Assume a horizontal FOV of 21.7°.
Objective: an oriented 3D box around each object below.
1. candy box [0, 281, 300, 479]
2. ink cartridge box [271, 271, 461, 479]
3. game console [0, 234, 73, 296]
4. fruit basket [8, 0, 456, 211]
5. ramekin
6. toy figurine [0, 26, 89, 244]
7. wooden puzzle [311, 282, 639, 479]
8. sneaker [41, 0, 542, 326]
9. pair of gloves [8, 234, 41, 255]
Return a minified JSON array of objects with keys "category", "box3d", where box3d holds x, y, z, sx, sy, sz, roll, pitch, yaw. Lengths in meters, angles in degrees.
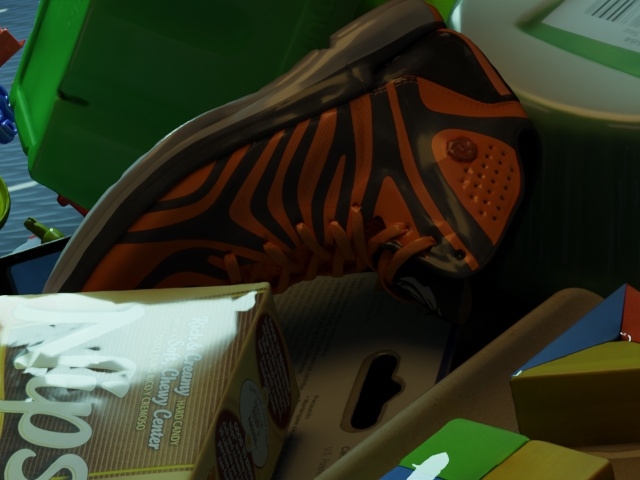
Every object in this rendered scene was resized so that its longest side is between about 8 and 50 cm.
[{"category":"candy box","box3d":[-0.137,0.146,0.819,0.183,0.087,0.316,-3,32,17]},{"category":"ink cartridge box","box3d":[-0.080,0.122,1.019,0.330,0.071,0.324,-2,26,15]},{"category":"game console","box3d":[-0.138,0.046,1.039,0.122,0.071,0.107,-18,25,-14]},{"category":"fruit basket","box3d":[-0.011,-0.164,1.234,0.392,0.392,0.283,-17,28,-9]},{"category":"ramekin","box3d":[0.223,-0.095,1.156,0.303,0.148,0.303,-4,38,3]},{"category":"toy figurine","box3d":[-0.311,-0.009,1.359,0.217,0.191,0.362,-39,24,17]},{"category":"wooden puzzle","box3d":[0.172,0.117,0.761,0.348,0.080,0.322,16,36,41]},{"category":"sneaker","box3d":[0.000,0.000,0.990,0.321,0.124,0.180,-38,72,-12]},{"category":"pair of gloves","box3d":[-0.239,0.038,1.342,0.198,0.023,0.159,9,32,42]}]
